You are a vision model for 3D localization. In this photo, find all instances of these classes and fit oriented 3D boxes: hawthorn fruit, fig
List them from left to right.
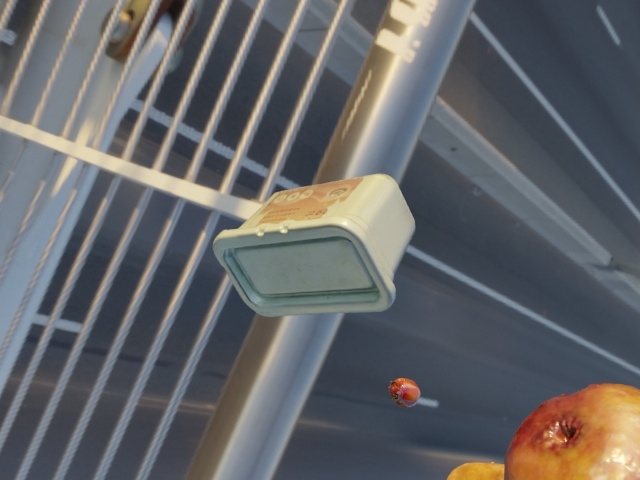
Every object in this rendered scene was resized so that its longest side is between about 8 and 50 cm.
[{"bbox_3d":[0.202,0.369,1.684,0.077,0.077,0.077,-20,119,-41],"label":"hawthorn fruit"},{"bbox_3d":[0.266,0.248,0.571,0.159,0.159,0.257,-35,94,-33],"label":"fig"}]

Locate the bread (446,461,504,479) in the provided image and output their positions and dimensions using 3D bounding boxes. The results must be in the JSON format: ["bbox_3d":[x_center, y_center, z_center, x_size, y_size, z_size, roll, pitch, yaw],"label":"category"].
[{"bbox_3d":[0.366,0.565,1.327,0.172,0.312,0.312,3,103,-53],"label":"bread"}]

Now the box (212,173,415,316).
[{"bbox_3d":[0.000,0.000,1.153,0.182,0.311,0.175,-53,124,-41],"label":"box"}]
